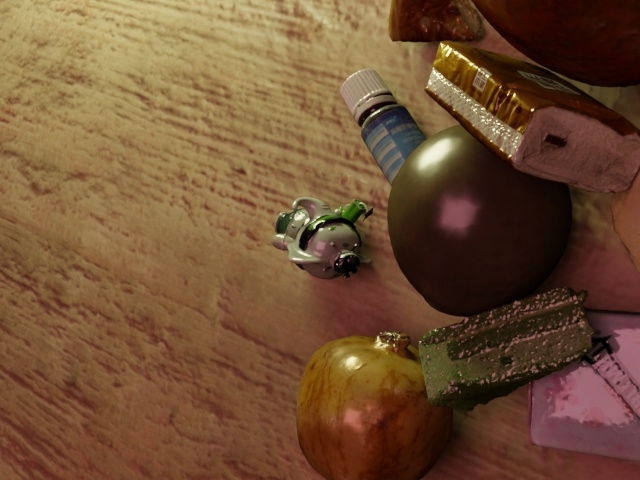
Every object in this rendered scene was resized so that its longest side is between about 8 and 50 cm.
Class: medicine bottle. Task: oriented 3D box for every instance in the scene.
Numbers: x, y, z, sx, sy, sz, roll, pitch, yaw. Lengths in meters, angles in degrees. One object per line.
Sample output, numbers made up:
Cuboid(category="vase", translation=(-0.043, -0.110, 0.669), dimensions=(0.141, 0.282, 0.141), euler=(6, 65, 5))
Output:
Cuboid(category="medicine bottle", translation=(0.103, -0.164, 1.422), dimensions=(0.083, 0.083, 0.203), euler=(-41, 66, 25))

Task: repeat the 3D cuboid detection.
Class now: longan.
Cuboid(category="longan", translation=(0.205, -0.025, 1.247), dimensions=(0.258, 0.258, 0.258), euler=(-2, 86, 34))

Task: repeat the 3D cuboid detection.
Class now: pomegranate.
Cuboid(category="pomegranate", translation=(0.075, 0.237, 1.327), dimensions=(0.248, 0.248, 0.248), euler=(-2, 86, 34))

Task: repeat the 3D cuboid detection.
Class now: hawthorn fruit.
Cuboid(category="hawthorn fruit", translation=(0.321, -0.397, 1.126), dimensions=(0.402, 0.402, 0.403), euler=(-2, 86, 34))

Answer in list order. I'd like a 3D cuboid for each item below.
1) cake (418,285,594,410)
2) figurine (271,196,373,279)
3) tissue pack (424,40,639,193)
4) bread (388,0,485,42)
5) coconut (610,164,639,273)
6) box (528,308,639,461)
Cuboid(category="cake", translation=(0.228, 0.135, 1.189), dimensions=(0.235, 0.099, 0.100), euler=(-37, 53, 46))
Cuboid(category="figurine", translation=(0.000, 0.000, 1.460), dimensions=(0.192, 0.147, 0.126), euler=(37, 128, 49))
Cuboid(category="tissue pack", translation=(0.250, -0.146, 1.112), dimensions=(0.226, 0.183, 0.092), euler=(53, 129, 54))
Cuboid(category="bread", translation=(0.153, -0.338, 1.403), dimensions=(0.154, 0.054, 0.136), euler=(50, 134, -10))
Cuboid(category="coconut", translation=(0.476, -0.054, 1.062), dimensions=(0.244, 0.239, 0.239), euler=(139, 120, -65))
Cuboid(category="box", translation=(0.448, 0.185, 1.153), dimensions=(0.369, 0.112, 0.190), euler=(1, 89, 35))
